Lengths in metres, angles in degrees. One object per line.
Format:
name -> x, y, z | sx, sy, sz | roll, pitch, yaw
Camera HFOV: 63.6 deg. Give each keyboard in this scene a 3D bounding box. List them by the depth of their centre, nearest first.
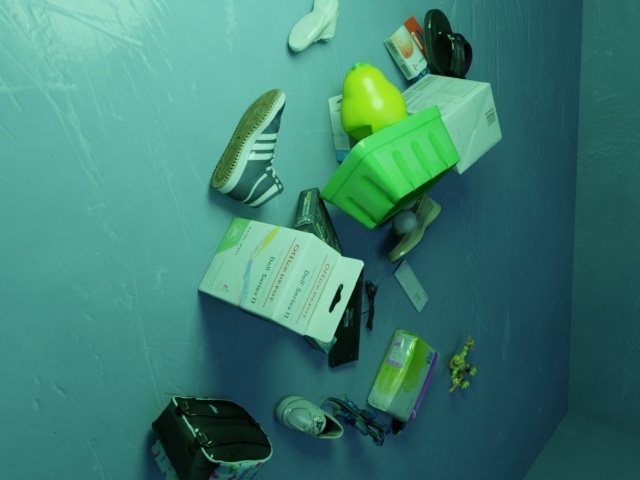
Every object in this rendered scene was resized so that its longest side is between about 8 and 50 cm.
keyboard -> 0.106, 0.238, 1.656 | 0.201, 0.033, 0.318 | -6, 104, -39
keyboard -> 0.336, 0.171, 1.894 | 0.072, 0.014, 0.256 | -56, 133, -22

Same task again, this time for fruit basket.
fruit basket -> 0.153, -0.269, 1.389 | 0.391, 0.283, 0.393 | 13, 56, -20

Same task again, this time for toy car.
toy car -> 0.223, -0.105, 1.636 | 0.136, 0.159, 0.182 | -7, 107, -10

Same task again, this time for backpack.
backpack -> -0.247, 0.481, 1.204 | 0.253, 0.225, 0.191 | 18, 108, -51

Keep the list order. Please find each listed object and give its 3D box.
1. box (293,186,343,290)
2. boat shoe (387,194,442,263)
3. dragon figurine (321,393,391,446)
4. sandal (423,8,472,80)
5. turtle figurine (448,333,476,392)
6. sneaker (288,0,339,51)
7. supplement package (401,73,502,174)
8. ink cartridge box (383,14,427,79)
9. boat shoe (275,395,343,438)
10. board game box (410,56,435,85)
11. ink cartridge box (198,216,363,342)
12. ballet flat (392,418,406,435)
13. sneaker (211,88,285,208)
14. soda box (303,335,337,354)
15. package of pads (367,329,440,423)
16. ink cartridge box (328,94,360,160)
box -> 0.000, 0.000, 1.401 | 0.184, 0.059, 0.233 | -86, 157, -55
boat shoe -> 0.304, -0.043, 1.760 | 0.098, 0.109, 0.302 | 42, 63, 0
dragon figurine -> 0.125, 0.571, 1.667 | 0.085, 0.143, 0.289 | -56, 133, -22
sandal -> 0.453, -0.570, 1.695 | 0.446, 0.106, 0.168 | 50, 54, -43
turtle figurine -> 0.592, 0.547, 2.197 | 0.270, 0.087, 0.217 | -64, 144, -26
sneaker -> -0.002, -0.547, 1.335 | 0.212, 0.080, 0.094 | -59, 145, -21
supplement package -> 0.381, -0.368, 1.604 | 0.198, 0.262, 0.199 | -39, 127, -14
ink cartridge box -> 0.294, -0.611, 1.617 | 0.179, 0.045, 0.145 | -47, 110, -25
boat shoe -> -0.025, 0.542, 1.543 | 0.267, 0.088, 0.096 | 44, 67, -43
board game box -> 0.385, -0.569, 1.751 | 0.210, 0.047, 0.160 | -54, 132, -24
ink cartridge box -> -0.097, 0.080, 1.168 | 0.119, 0.353, 0.207 | 37, 72, -44
ballet flat -> 0.322, 0.660, 1.956 | 0.049, 0.057, 0.173 | 42, 67, -32
sneaker -> -0.135, -0.213, 1.246 | 0.153, 0.099, 0.282 | 35, 80, -40
soda box -> -0.025, 0.253, 1.496 | 0.058, 0.062, 0.183 | -54, 132, -23
package of pads -> 0.307, 0.495, 1.873 | 0.229, 0.101, 0.297 | 40, 70, -44
ink cartridge box -> 0.089, -0.328, 1.485 | 0.104, 0.060, 0.180 | -30, 119, -38
